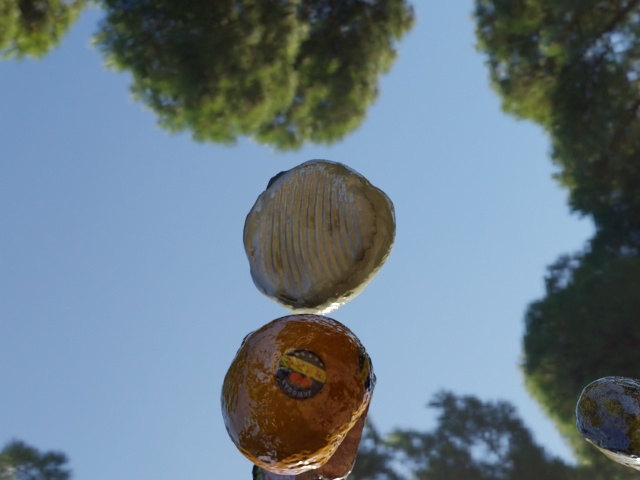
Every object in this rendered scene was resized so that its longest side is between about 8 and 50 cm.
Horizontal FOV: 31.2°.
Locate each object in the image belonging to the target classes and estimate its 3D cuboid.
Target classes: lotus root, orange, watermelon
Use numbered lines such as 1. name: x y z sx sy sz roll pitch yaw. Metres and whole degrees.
1. lotus root: 0.539 0.311 1.893 0.154 0.278 0.154 -6 -77 -25
2. orange: -0.027 0.162 1.238 0.177 0.155 0.177 22 -90 -85
3. watermelon: -0.026 0.321 1.577 0.226 0.148 0.318 -126 51 -84

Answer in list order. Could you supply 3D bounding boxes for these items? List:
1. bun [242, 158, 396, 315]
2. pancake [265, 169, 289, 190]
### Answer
1. bun: 0.000 0.000 1.706 0.141 0.239 0.239 34 -125 -55
2. pancake: -0.023 -0.032 1.924 0.021 0.199 0.199 -39 -68 -38
